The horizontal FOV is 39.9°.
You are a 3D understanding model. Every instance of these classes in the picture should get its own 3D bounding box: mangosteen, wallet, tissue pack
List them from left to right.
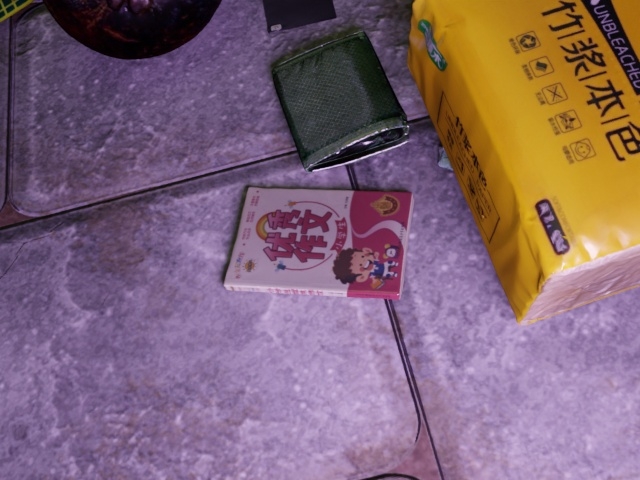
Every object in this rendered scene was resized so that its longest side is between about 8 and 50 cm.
[{"bbox_3d":[-0.290,-0.443,1.366,0.330,0.330,0.330,-5,54,8],"label":"mangosteen"},{"bbox_3d":[0.025,-0.202,1.279,0.160,0.055,0.236,-19,48,1],"label":"wallet"},{"bbox_3d":[0.301,-0.136,1.016,0.293,0.228,0.382,-17,68,-5],"label":"tissue pack"}]

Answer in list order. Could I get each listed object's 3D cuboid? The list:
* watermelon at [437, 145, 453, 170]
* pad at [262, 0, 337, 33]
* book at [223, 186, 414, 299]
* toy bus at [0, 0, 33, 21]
[{"bbox_3d":[0.248,-0.161,1.198,0.187,0.071,0.139,-6,50,8],"label":"watermelon"},{"bbox_3d":[-0.043,-0.421,1.479,0.116,0.004,0.193,-12,53,2],"label":"pad"},{"bbox_3d":[0.000,0.000,1.159,0.232,0.022,0.162,3,55,13],"label":"book"},{"bbox_3d":[-0.573,-0.460,1.522,0.128,0.150,0.262,30,61,29],"label":"toy bus"}]
